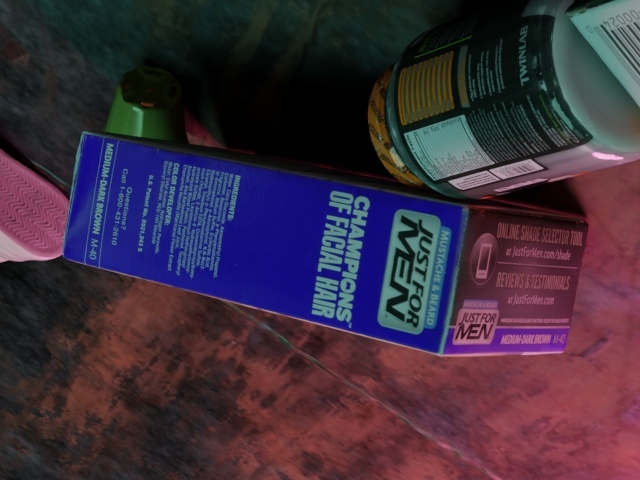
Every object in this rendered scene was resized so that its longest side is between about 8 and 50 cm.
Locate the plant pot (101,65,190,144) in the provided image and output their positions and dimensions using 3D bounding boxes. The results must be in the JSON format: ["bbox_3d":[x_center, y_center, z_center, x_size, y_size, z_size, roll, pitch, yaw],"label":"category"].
[{"bbox_3d":[-0.140,-0.096,1.345,0.083,0.083,0.079,27,139,11],"label":"plant pot"}]

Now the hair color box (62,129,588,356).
[{"bbox_3d":[0.000,0.000,1.222,0.338,0.110,0.185,11,-176,34],"label":"hair color box"}]

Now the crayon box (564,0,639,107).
[{"bbox_3d":[0.305,-0.047,0.900,0.318,0.081,0.202,49,153,-16],"label":"crayon box"}]

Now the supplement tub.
[{"bbox_3d":[0.121,-0.090,1.030,0.117,0.117,0.190,44,151,-21],"label":"supplement tub"}]

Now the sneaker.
[{"bbox_3d":[-0.389,-0.072,1.600,0.169,0.108,0.292,-12,131,49],"label":"sneaker"}]
